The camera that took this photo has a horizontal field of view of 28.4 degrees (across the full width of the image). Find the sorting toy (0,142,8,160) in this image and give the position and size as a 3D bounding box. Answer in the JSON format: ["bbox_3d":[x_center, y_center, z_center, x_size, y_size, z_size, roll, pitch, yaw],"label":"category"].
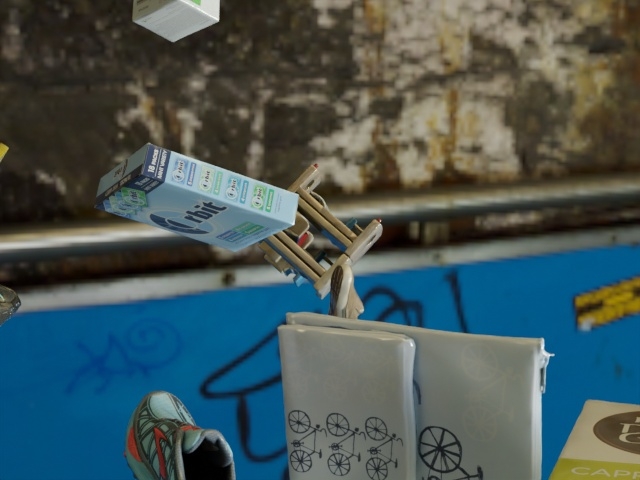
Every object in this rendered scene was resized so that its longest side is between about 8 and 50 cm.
[{"bbox_3d":[-0.315,0.051,1.000,0.046,0.274,0.132,34,-173,-10],"label":"sorting toy"}]

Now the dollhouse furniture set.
[{"bbox_3d":[0.000,0.000,1.780,0.129,0.129,0.184,42,173,12],"label":"dollhouse furniture set"}]

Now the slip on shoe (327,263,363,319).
[{"bbox_3d":[0.035,0.081,1.623,0.041,0.135,0.051,-2,-138,-10],"label":"slip on shoe"}]

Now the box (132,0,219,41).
[{"bbox_3d":[-0.212,-0.365,1.866,0.102,0.101,0.087,-16,155,36],"label":"box"}]

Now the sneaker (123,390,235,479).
[{"bbox_3d":[-0.138,0.246,1.410,0.104,0.125,0.262,12,-150,-31],"label":"sneaker"}]

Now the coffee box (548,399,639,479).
[{"bbox_3d":[0.337,0.334,0.947,0.337,0.338,0.334,3,-170,19],"label":"coffee box"}]

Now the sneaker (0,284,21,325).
[{"bbox_3d":[-0.496,0.070,1.625,0.267,0.101,0.106,20,-144,34],"label":"sneaker"}]

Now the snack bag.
[{"bbox_3d":[0.114,0.257,1.560,0.342,0.323,0.037,5,-162,22],"label":"snack bag"}]

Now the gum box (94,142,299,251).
[{"bbox_3d":[-0.142,-0.045,1.430,0.184,0.041,0.157,17,161,-24],"label":"gum box"}]
